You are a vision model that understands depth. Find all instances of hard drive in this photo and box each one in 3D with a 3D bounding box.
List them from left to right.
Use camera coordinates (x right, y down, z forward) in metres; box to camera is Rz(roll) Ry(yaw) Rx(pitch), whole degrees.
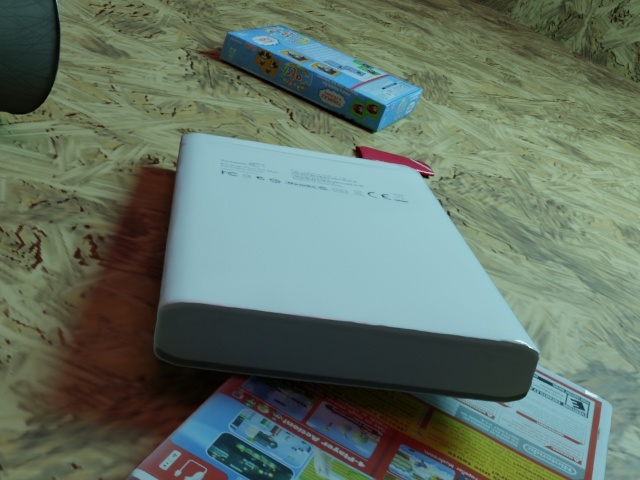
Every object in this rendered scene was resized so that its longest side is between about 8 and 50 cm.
[{"bbox_3d":[0.000,0.000,0.605,0.203,0.040,0.307,8,22,-10],"label":"hard drive"}]

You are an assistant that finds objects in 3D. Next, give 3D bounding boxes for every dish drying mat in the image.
[{"bbox_3d":[0.078,-0.083,0.946,0.083,0.008,0.032,13,26,-19],"label":"dish drying mat"}]

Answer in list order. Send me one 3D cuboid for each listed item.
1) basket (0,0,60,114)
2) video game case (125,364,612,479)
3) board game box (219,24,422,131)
[{"bbox_3d":[-0.329,-0.170,0.615,0.226,0.154,0.204,-12,56,-46],"label":"basket"},{"bbox_3d":[0.052,0.111,0.488,0.204,0.025,0.285,27,24,11],"label":"video game case"},{"bbox_3d":[0.005,-0.204,1.103,0.211,0.039,0.160,28,24,12],"label":"board game box"}]
